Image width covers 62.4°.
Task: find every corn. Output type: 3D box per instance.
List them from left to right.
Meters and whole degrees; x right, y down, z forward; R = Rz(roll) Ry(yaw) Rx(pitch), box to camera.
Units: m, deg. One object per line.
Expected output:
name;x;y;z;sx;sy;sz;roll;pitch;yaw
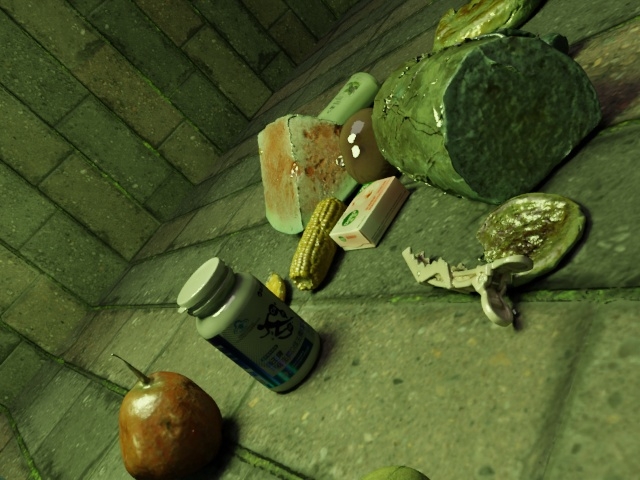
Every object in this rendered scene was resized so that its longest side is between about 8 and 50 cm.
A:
corn;0.000;0.000;0.922;0.068;0.068;0.207;-25;29;42

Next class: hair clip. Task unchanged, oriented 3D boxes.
hair clip;0.150;0.045;0.605;0.226;0.034;0.072;5;80;69

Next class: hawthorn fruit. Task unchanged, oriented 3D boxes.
hawthorn fruit;-0.207;0.244;0.739;0.149;0.149;0.189;-169;79;-65

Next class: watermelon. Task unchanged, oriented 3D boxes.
watermelon;-0.036;-0.147;1.070;0.262;0.201;0.213;-56;24;-19

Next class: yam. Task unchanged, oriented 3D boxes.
yam;0.192;-0.174;0.735;0.202;0.201;0.271;-45;15;-1

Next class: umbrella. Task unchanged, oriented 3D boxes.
umbrella;0.274;-0.310;0.947;0.143;0.094;0.349;-56;25;-14

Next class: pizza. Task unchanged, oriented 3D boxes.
pizza;-0.100;0.115;0.957;0.108;0.026;0.123;-43;24;13

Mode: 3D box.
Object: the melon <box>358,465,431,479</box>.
melon;0.047;0.231;0.385;0.098;0.098;0.131;-17;30;51

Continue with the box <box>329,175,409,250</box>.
box;0.082;-0.044;0.884;0.089;0.043;0.125;-10;40;56

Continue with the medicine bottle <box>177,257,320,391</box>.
medicine bottle;-0.098;0.114;0.725;0.107;0.191;0.107;-38;23;19

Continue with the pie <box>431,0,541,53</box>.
pie;0.362;-0.498;1.157;0.302;0.067;0.302;-37;22;18

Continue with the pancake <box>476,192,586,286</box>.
pancake;0.230;-0.009;0.583;0.116;0.022;0.129;-44;27;3

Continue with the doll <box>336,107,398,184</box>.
doll;0.119;-0.171;0.969;0.188;0.145;0.096;4;4;19

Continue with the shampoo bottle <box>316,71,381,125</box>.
shampoo bottle;0.054;-0.329;1.385;0.234;0.087;0.118;-51;24;-14

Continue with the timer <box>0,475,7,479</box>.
timer;-0.323;0.333;0.496;0.395;0.395;0.173;-17;30;50
